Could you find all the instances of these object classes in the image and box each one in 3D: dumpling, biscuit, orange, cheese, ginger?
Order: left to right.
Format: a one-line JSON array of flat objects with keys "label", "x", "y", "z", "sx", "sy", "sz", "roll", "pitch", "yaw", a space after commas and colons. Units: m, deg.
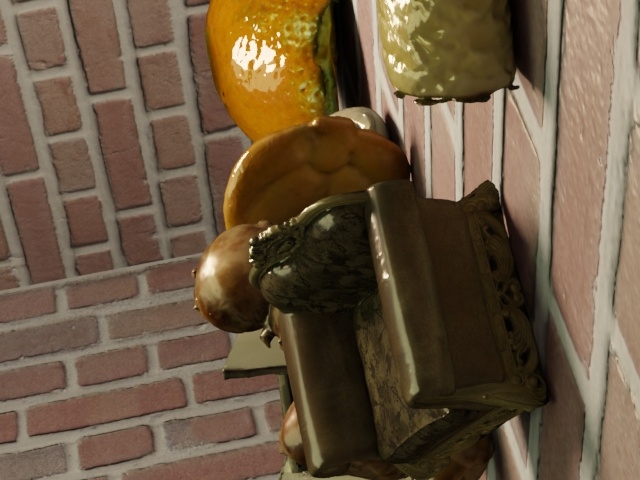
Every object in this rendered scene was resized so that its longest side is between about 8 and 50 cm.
[{"label": "orange", "x": -0.041, "y": -0.227, "z": 2.257, "sx": 0.335, "sy": 0.196, "sz": 0.262, "roll": -117, "pitch": 2, "yaw": -48}, {"label": "biscuit", "x": -0.006, "y": -0.021, "z": 1.912, "sx": 0.041, "sy": 0.203, "sz": 0.260, "roll": -113, "pitch": 29, "yaw": -50}, {"label": "dumpling", "x": 0.039, "y": -0.084, "z": 2.005, "sx": 0.127, "sy": 0.108, "sz": 0.188, "roll": 57, "pitch": 163, "yaw": -15}, {"label": "ginger", "x": 0.039, "y": 0.109, "z": 1.783, "sx": 0.375, "sy": 0.256, "sz": 0.176, "roll": 59, "pitch": 179, "yaw": 31}, {"label": "cheese", "x": 0.085, "y": -0.191, "z": 1.272, "sx": 0.123, "sy": 0.093, "sz": 0.167, "roll": -108, "pitch": 9, "yaw": -67}]

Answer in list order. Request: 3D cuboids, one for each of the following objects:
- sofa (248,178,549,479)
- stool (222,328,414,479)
[{"label": "sofa", "x": 0.046, "y": 0.084, "z": 1.474, "sx": 0.258, "sy": 0.182, "sz": 0.200, "roll": 135, "pitch": 126, "yaw": -59}, {"label": "stool", "x": 0.011, "y": 0.188, "z": 2.042, "sx": 0.270, "sy": 0.170, "sz": 0.244, "roll": -69, "pitch": -27, "yaw": -63}]
